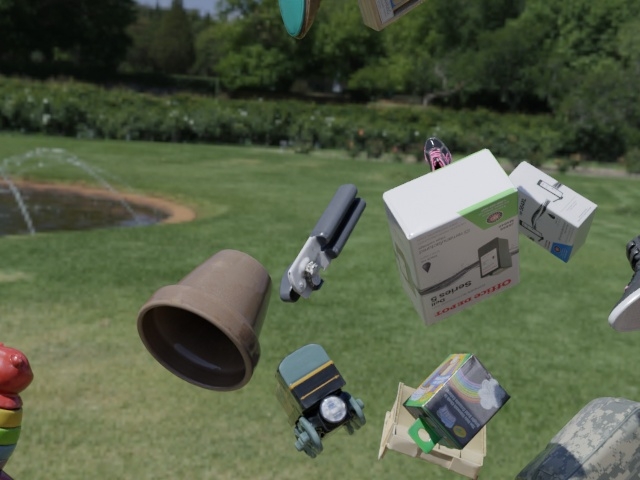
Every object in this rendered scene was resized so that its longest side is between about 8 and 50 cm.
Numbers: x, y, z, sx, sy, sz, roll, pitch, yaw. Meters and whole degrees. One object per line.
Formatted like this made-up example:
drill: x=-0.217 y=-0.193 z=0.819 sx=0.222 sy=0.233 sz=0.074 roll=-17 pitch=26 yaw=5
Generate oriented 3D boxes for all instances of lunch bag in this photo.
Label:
lunch bag: x=0.567 y=0.471 z=1.960 sx=0.305 sy=0.213 sz=0.256 roll=-40 pitch=11 yaw=-14

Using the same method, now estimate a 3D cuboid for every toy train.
toy train: x=-0.013 y=0.323 z=1.898 sx=0.142 sy=0.190 sz=0.334 roll=-29 pitch=-12 yaw=-13

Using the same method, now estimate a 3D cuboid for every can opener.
can opener: x=0.000 y=0.000 z=1.841 sx=0.093 sy=0.074 sz=0.280 roll=-3 pitch=42 yaw=41

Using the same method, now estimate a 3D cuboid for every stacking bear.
stacking bear: x=-0.688 y=0.362 z=1.972 sx=0.164 sy=0.289 sz=0.175 roll=19 pitch=-1 yaw=-43

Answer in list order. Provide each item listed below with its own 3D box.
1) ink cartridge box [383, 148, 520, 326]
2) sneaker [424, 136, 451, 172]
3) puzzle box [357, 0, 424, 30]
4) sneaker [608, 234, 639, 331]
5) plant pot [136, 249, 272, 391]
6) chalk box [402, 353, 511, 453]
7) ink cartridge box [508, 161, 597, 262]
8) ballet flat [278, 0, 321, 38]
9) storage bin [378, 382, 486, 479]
ink cartridge box: x=0.233 y=0.001 z=1.634 sx=0.198 sy=0.273 sz=0.115 roll=-24 pitch=52 yaw=-5
sneaker: x=0.211 y=-0.139 z=1.682 sx=0.047 sy=0.119 sz=0.057 roll=-18 pitch=-28 yaw=10
puzzle box: x=0.149 y=-0.615 z=1.692 sx=0.272 sy=0.409 sz=0.052 roll=-37 pitch=46 yaw=-15
sneaker: x=0.688 y=0.080 z=2.019 sx=0.295 sy=0.105 sz=0.147 roll=-35 pitch=41 yaw=-17
plant pot: x=-0.210 y=0.144 z=1.952 sx=0.263 sy=0.263 sz=0.229 roll=7 pitch=44 yaw=27
chalk box: x=0.276 y=0.362 z=2.035 sx=0.213 sy=0.132 sz=0.132 roll=-42 pitch=4 yaw=-15
ink cartridge box: x=0.517 y=-0.066 z=2.176 sx=0.203 sy=0.148 sz=0.086 roll=35 pitch=63 yaw=24
ballet flat: x=-0.047 y=-0.645 z=2.200 sx=0.124 sy=0.343 sz=0.116 roll=-16 pitch=2 yaw=-37
storage bin: x=0.308 y=0.536 z=2.567 sx=0.262 sy=0.123 sz=0.260 roll=20 pitch=23 yaw=2
